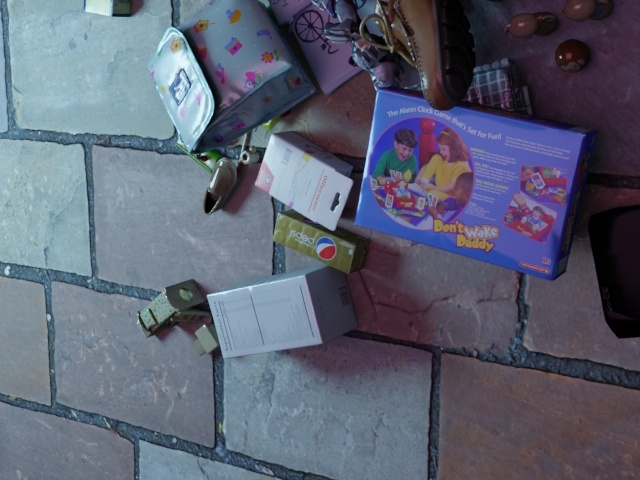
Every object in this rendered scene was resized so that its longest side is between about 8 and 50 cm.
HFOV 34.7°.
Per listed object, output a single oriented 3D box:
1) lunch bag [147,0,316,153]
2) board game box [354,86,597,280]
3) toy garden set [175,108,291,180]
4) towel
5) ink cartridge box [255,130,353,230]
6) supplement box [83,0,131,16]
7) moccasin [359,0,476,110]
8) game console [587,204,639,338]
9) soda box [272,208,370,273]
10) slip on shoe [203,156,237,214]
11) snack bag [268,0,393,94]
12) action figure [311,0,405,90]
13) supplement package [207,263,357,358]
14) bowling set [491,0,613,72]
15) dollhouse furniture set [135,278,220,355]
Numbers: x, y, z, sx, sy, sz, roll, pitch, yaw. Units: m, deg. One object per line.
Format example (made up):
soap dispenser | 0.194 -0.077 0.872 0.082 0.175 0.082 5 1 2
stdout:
lunch bag | -0.181 -0.310 1.900 0.262 0.160 0.223 -32 70 8
board game box | 0.240 -0.097 1.638 0.347 0.078 0.233 17 108 25
toy garden set | -0.181 -0.234 2.036 0.204 0.049 0.244 38 118 21
towel | 0.247 -0.148 1.736 0.235 0.121 0.283 -10 95 33
ink cartridge box | -0.017 -0.113 1.945 0.198 0.067 0.115 33 116 25
supplement box | -0.444 -0.514 2.142 0.083 0.056 0.083 17 109 29
moccasin | 0.145 -0.362 1.642 0.147 0.139 0.380 -27 62 23
game console | 0.605 0.034 1.590 0.361 0.044 0.213 -10 95 33
soda box | 0.000 0.000 1.963 0.181 0.058 0.061 23 112 27
slip on shoe | -0.207 -0.107 2.063 0.051 0.041 0.135 33 131 3
snack bag | 0.041 -0.472 1.851 0.323 0.037 0.342 -28 84 33
action figure | 0.056 -0.362 1.755 0.099 0.185 0.285 -27 69 6
supplement package | -0.076 0.136 1.994 0.244 0.134 0.139 -12 94 34
bowling set | 0.373 -0.363 1.589 0.287 0.154 0.199 -17 90 35
dollhouse furniture set | -0.317 0.203 2.184 0.182 0.101 0.161 -40 78 32
